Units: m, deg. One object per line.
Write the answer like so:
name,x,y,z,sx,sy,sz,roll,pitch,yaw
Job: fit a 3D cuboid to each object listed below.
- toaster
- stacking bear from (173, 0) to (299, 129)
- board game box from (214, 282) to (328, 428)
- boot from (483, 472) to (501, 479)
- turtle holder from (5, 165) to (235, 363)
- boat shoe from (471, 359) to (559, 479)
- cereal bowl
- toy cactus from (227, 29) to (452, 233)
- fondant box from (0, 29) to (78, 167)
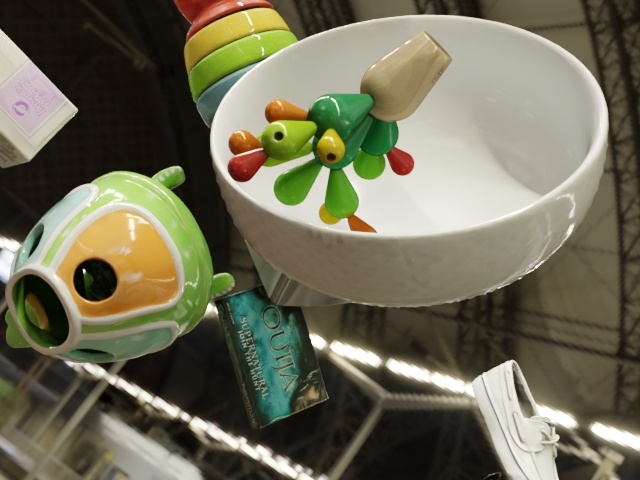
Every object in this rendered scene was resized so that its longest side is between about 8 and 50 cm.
toaster,0.000,0.000,1.597,0.186,0.168,0.110,64,-37,34
stacking bear,-0.098,-0.240,1.454,0.164,0.175,0.289,-27,-98,34
board game box,-0.067,0.153,1.608,0.026,0.126,0.186,-13,-85,53
boot,0.183,0.364,1.244,0.137,0.077,0.198,-62,-140,46
turtle holder,-0.299,0.042,1.505,0.320,0.227,0.243,9,-61,39
boat shoe,0.312,0.295,1.735,0.095,0.084,0.258,24,33,-50
cereal bowl,0.078,-0.057,1.018,0.339,0.339,0.141,25,-41,35
toy cactus,0.032,-0.085,0.910,0.112,0.180,0.219,54,18,26
fondant box,-0.461,-0.216,1.538,0.238,0.096,0.330,47,-13,-16
